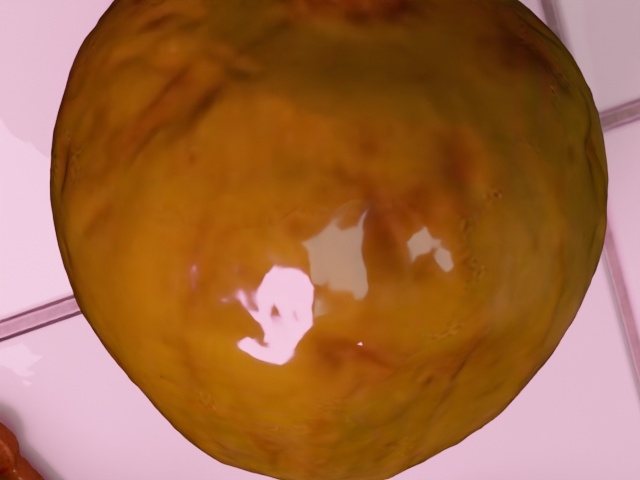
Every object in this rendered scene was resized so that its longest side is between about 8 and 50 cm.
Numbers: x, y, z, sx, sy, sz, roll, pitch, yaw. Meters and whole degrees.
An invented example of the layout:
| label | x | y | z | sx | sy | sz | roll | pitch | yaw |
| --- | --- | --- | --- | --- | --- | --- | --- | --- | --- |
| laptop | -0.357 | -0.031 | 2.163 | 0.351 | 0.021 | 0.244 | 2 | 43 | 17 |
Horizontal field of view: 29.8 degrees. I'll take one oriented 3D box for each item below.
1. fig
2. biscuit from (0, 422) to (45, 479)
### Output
| label | x | y | z | sx | sy | sz | roll | pitch | yaw |
| --- | --- | --- | --- | --- | --- | --- | --- | --- | --- |
| fig | 0.001 | -0.011 | 0.733 | 0.343 | 0.343 | 0.343 | -2 | 107 | -6 |
| biscuit | -0.290 | 0.189 | 0.896 | 0.280 | 0.043 | 0.183 | 27 | 109 | -19 |
